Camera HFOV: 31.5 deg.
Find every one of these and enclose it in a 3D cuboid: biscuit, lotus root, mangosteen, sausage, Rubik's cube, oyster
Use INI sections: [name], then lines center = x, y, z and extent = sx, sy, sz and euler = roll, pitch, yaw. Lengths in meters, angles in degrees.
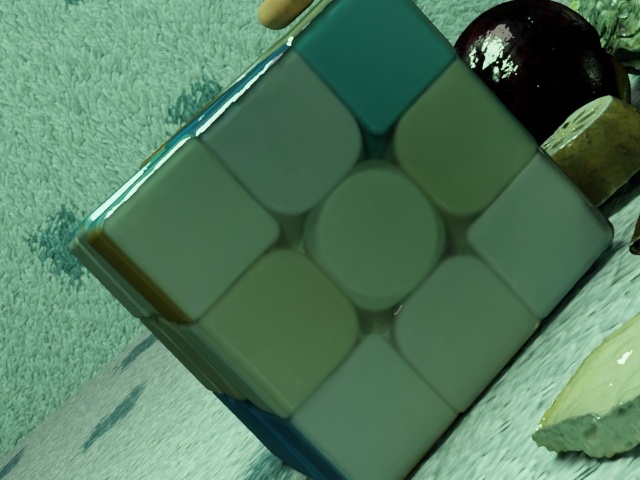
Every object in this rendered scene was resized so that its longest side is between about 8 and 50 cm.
[biscuit]
center = 0.244, 0.067, 0.740
extent = 0.265, 0.040, 0.188
euler = -39, 8, 19
[lotus root]
center = 0.279, -0.086, 1.138
extent = 0.122, 0.081, 0.112
euler = -43, 7, -15
[mangosteen]
center = 0.264, -0.177, 1.339
extent = 0.250, 0.211, 0.211
euler = -8, -19, -45
[sausage]
center = -0.031, -0.221, 1.059
extent = 0.034, 0.034, 0.083
euler = -47, 9, -26
[Rubik's cube]
center = 0.000, 0.000, 1.111
extent = 0.346, 0.347, 0.344
euler = -44, 8, -15
[oyster]
center = 0.402, -0.277, 1.353
extent = 0.162, 0.158, 0.351
euler = -10, 14, -18

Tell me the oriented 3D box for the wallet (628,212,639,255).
[wallet]
center = 0.324, -0.056, 1.003
extent = 0.095, 0.026, 0.176
euler = -43, 5, 37
